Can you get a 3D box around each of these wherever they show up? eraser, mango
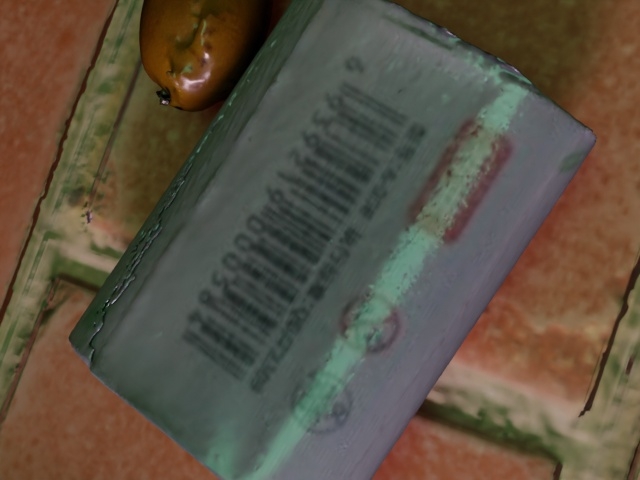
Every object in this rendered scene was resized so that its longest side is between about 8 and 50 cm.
[{"bbox_3d":[0.000,0.000,0.600,0.174,0.081,0.227,35,93,29],"label":"eraser"},{"bbox_3d":[-0.056,-0.127,0.659,0.077,0.063,0.127,0,73,45],"label":"mango"}]
